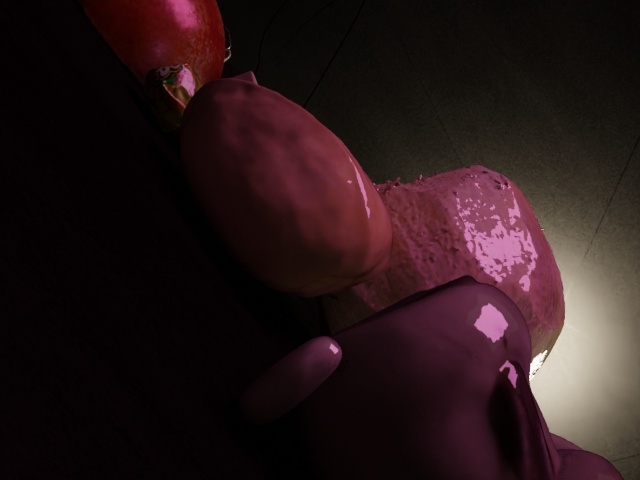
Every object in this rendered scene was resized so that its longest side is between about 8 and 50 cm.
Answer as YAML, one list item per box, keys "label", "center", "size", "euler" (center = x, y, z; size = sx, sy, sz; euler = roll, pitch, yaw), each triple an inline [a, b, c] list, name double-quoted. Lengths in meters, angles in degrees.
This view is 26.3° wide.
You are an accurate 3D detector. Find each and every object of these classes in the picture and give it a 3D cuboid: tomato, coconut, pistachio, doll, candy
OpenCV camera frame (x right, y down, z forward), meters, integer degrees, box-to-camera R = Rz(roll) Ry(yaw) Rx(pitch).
- label: "tomato"
  center: [-0.221, -0.317, 1.834]
  size: [0.338, 0.143, 0.338]
  euler: [53, 7, -9]
- label: "coconut"
  center: [0.138, 0.078, 1.584]
  size: [0.297, 0.297, 0.255]
  euler: [46, 23, -56]
- label: "pistachio"
  center: [-0.039, -0.058, 1.456]
  size: [0.299, 0.187, 0.187]
  euler: [50, 2, 34]
- label: "doll"
  center: [0.120, 0.187, 1.072]
  size: [0.370, 0.226, 0.215]
  euler: [49, -30, -6]
- label: "candy"
  center: [-0.142, -0.115, 1.689]
  size: [0.262, 0.073, 0.077]
  euler: [59, 18, -47]

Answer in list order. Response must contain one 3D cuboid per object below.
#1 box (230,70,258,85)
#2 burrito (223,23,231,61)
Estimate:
- label: "box"
  center: [-0.072, -0.090, 1.706]
  size: [0.141, 0.058, 0.201]
  euler: [-105, 175, -48]
- label: "burrito"
  center: [-0.239, -0.388, 2.420]
  size: [0.175, 0.107, 0.348]
  euler: [36, 6, -13]
